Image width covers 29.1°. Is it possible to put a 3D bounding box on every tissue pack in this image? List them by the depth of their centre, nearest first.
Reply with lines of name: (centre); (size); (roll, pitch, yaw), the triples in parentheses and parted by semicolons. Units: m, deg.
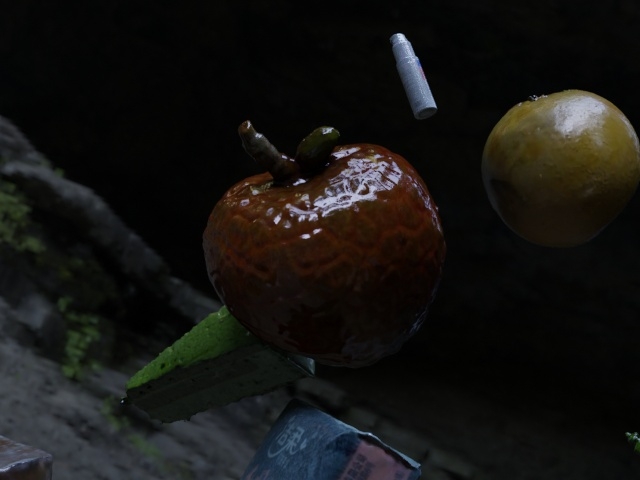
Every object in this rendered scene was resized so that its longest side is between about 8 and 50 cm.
tissue pack: (-0.045, 0.322, 1.235); (0.103, 0.315, 0.228); (33, -7, -18)

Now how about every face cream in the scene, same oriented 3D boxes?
face cream: (0.127, -0.233, 1.731); (0.034, 0.130, 0.034); (-17, -21, -6)

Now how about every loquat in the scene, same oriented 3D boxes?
loquat: (0.395, -0.118, 2.000); (0.263, 0.263, 0.263); (19, -9, 3)

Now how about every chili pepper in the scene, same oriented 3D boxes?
chili pepper: (0.389, 0.247, 1.438); (0.027, 0.022, 0.083); (-3, 21, -35)

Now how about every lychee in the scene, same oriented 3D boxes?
lychee: (0.000, 0.000, 1.315); (0.255, 0.300, 0.255); (-19, 12, 4)

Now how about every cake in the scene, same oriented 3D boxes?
cake: (-0.123, 0.140, 1.465); (0.235, 0.099, 0.100); (-24, -48, 30)

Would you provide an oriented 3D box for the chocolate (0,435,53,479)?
chocolate: (-0.317, 0.218, 1.030); (0.157, 0.080, 0.254); (-1, -3, -27)
